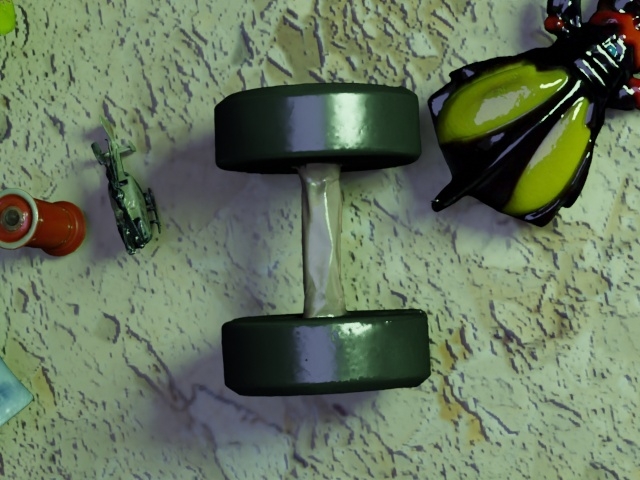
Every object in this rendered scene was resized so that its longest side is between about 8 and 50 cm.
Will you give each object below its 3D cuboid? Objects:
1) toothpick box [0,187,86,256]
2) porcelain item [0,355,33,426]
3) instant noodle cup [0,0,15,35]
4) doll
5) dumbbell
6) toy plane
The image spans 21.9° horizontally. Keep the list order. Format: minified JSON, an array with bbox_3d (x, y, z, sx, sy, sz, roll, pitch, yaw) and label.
[{"bbox_3d":[-0.216,-0.012,1.262,0.047,0.083,0.047,-2,84,19],"label":"toothpick box"},{"bbox_3d":[-0.330,0.047,1.258,0.141,0.141,0.259,-35,92,7],"label":"porcelain item"},{"bbox_3d":[-0.403,-0.208,1.190,0.221,0.311,0.311,-36,84,7],"label":"instant noodle cup"},{"bbox_3d":[0.173,-0.108,1.199,0.249,0.088,0.127,-39,65,0],"label":"doll"},{"bbox_3d":[0.000,0.000,1.192,0.152,0.152,0.218,-3,88,9],"label":"dumbbell"},{"bbox_3d":[-0.151,-0.039,1.271,0.031,0.049,0.120,-19,69,8],"label":"toy plane"}]
